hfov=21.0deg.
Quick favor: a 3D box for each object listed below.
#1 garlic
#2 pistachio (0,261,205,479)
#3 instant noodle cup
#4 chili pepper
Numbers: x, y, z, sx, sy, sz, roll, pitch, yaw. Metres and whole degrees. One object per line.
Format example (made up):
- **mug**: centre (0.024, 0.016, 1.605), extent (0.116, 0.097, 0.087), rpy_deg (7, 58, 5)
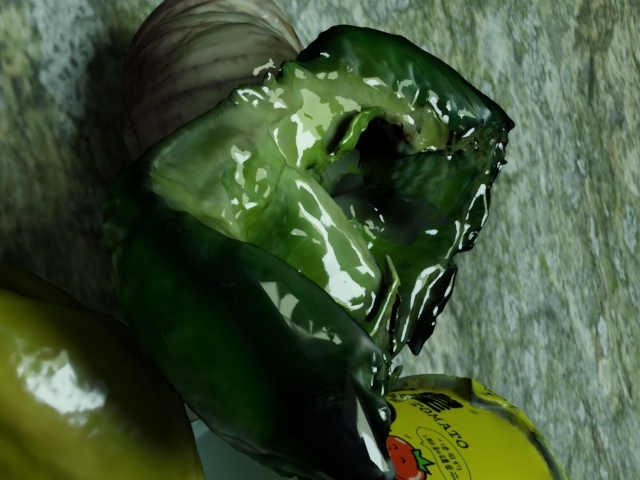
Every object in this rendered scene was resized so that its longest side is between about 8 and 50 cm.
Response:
- **garlic**: centre (-0.045, -0.054, 0.853), extent (0.159, 0.102, 0.147), rpy_deg (-52, 123, -81)
- **pistachio**: centre (-0.106, 0.071, 0.692), extent (0.189, 0.110, 0.100), rpy_deg (59, 42, -24)
- **instant noodle cup**: centre (0.008, 0.147, 0.793), extent (0.144, 0.182, 0.182), rpy_deg (11, 68, -48)
- **chili pepper**: centre (-0.003, 0.003, 0.713), extent (0.148, 0.116, 0.264), rpy_deg (47, 35, -4)
